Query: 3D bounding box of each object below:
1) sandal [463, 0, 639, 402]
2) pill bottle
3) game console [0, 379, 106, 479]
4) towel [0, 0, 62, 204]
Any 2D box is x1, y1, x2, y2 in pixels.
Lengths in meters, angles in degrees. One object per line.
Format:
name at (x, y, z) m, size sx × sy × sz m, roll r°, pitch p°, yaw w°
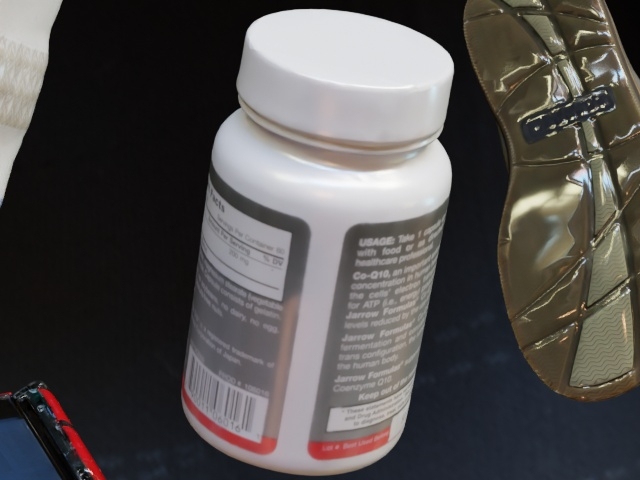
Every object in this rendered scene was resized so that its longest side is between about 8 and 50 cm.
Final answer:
sandal at (0.118, -0.031, 0.842) m, size 0.090 × 0.219 × 0.060 m, roll -21°, pitch 154°, yaw 14°
pill bottle at (0.000, 0.000, 1.228) m, size 0.161 × 0.161 × 0.283 m, roll -4°, pitch 119°, yaw -26°
game console at (-0.153, 0.153, 0.994) m, size 0.085 × 0.124 × 0.144 m, roll -32°, pitch 134°, yaw -9°
towel at (-0.131, -0.007, 0.496) m, size 0.209 × 0.034 × 0.285 m, roll 11°, pitch 97°, yaw -76°
